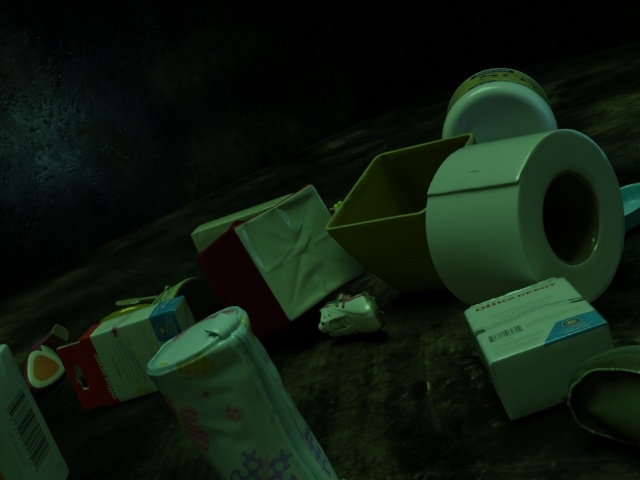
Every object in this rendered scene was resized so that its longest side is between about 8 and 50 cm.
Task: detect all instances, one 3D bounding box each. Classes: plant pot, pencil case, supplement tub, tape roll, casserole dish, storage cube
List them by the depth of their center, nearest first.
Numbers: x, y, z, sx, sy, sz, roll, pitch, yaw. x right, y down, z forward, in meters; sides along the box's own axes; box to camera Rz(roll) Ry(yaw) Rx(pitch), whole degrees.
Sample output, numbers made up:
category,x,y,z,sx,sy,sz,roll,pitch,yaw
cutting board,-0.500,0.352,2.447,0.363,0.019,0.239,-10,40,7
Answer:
category,x,y,z,sx,sy,sz,roll,pitch,yaw
pencil case,-0.060,0.201,0.957,0.113,0.273,0.124,-37,12,-31
tape roll,0.291,-0.026,1.370,0.246,0.246,0.169,-31,15,-36
casserole dish,0.499,-0.049,1.592,0.188,0.037,0.114,-29,15,-29
plant pot,0.174,-0.028,1.626,0.212,0.187,0.212,-9,35,42
storage cube,-0.073,0.041,1.683,0.183,0.215,0.193,-31,0,-30
supplement tub,0.393,-0.249,2.124,0.241,0.241,0.331,-18,14,15

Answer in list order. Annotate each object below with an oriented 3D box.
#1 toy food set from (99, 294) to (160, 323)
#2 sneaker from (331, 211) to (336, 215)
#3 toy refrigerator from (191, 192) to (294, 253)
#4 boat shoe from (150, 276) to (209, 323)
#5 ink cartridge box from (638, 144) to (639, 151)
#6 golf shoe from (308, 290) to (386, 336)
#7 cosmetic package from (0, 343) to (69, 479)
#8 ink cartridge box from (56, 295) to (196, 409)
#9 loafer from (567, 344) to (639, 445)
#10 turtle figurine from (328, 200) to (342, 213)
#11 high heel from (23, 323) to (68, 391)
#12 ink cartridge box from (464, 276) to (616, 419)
category,x,y,z,sx,sy,sz,roll,pitch,yaw
toy food set,-0.388,0.188,1.989,0.128,0.071,0.218,-11,18,10
sneaker,0.109,-0.017,1.990,0.340,0.125,0.140,-27,-11,-19
toy refrigerator,-0.178,-0.024,2.440,0.269,0.102,0.094,-19,13,13
boat shoe,-0.307,0.156,1.899,0.089,0.105,0.285,-13,16,23
ink cartridge box,0.550,-0.074,1.251,0.168,0.171,0.233,-19,5,2
golf shoe,0.043,0.129,1.546,0.086,0.068,0.186,-33,6,-20
cosmetic package,-0.619,0.343,1.356,0.453,0.230,0.161,-21,13,4
ink cartridge box,-0.325,0.199,1.684,0.230,0.134,0.078,-18,14,13
loafer,0.328,0.157,0.892,0.087,0.094,0.251,-26,13,-38
turtle figurine,0.000,0.000,2.094,0.217,0.087,0.269,-30,-7,-21
high heel,-0.593,0.272,2.014,0.117,0.082,0.244,-50,22,15
ink cartridge box,0.262,0.123,1.163,0.139,0.082,0.191,-20,12,4
